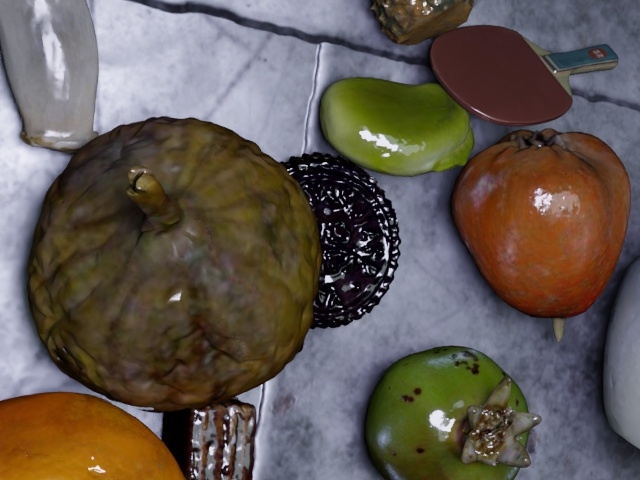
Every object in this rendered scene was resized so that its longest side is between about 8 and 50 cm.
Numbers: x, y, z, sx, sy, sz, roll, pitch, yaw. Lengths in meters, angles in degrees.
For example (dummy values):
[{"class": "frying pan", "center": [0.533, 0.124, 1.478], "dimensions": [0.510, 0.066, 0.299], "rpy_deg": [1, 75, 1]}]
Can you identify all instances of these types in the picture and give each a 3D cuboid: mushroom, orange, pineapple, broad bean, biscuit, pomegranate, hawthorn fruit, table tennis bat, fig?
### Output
[{"class": "mushroom", "center": [-0.289, -0.251, 1.200], "dimensions": [0.109, 0.097, 0.351], "rpy_deg": [-24, 101, -21]}, {"class": "orange", "center": [-0.248, 0.279, 1.131], "dimensions": [0.283, 0.226, 0.284], "rpy_deg": [0, 96, -2]}, {"class": "pineapple", "center": [0.082, -0.344, 1.363], "dimensions": [0.125, 0.125, 0.251], "rpy_deg": [-22, 88, -22]}, {"class": "broad bean", "center": [0.086, -0.121, 1.360], "dimensions": [0.174, 0.082, 0.124], "rpy_deg": [-4, 54, -19]}, {"class": "biscuit", "center": [-0.124, 0.348, 1.256], "dimensions": [0.073, 0.107, 0.388], "rpy_deg": [4, 88, -23]}, {"class": "pomegranate", "center": [0.146, 0.199, 1.313], "dimensions": [0.181, 0.224, 0.182], "rpy_deg": [1, 86, -15]}, {"class": "hawthorn fruit", "center": [0.252, 0.000, 1.388], "dimensions": [0.199, 0.199, 0.251], "rpy_deg": [-18, 107, -22]}, {"class": "biscuit", "center": [0.000, 0.000, 1.343], "dimensions": [0.194, 0.053, 0.195], "rpy_deg": [0, 90, -24]}, {"class": "table tennis bat", "center": [0.241, -0.196, 1.430], "dimensions": [0.274, 0.021, 0.154], "rpy_deg": [-14, 59, -35]}, {"class": "fig", "center": [-0.144, 0.011, 1.108], "dimensions": [0.286, 0.369, 0.286], "rpy_deg": [0, 81, 3]}]

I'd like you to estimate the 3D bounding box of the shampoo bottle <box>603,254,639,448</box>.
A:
[{"class": "shampoo bottle", "center": [0.484, 0.130, 1.405], "dimensions": [0.322, 0.322, 0.317], "rpy_deg": [21, 87, -22]}]
